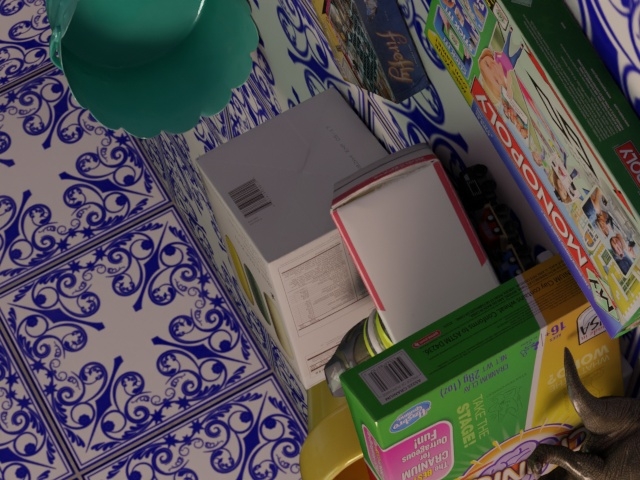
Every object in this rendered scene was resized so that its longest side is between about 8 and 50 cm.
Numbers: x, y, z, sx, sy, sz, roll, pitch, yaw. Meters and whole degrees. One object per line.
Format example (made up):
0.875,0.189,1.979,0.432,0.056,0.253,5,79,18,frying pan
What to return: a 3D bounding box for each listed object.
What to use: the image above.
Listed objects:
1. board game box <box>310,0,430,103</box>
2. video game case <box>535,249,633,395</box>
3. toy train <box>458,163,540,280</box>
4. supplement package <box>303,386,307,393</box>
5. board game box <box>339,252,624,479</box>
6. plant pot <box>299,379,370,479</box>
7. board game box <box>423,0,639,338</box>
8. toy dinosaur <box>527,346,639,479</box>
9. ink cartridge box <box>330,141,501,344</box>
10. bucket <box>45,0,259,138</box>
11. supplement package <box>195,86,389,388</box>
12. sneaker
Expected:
0.022,-0.266,1.758,0.243,0.042,0.165,66,169,-21,board game box
0.246,0.099,1.669,0.143,0.019,0.157,58,168,23,video game case
0.168,-0.010,1.653,0.027,0.036,0.158,82,167,-53,toy train
0.028,0.166,2.579,0.244,0.139,0.134,61,171,2,supplement package
0.160,0.178,1.569,0.064,0.242,0.316,51,165,41,board game box
0.086,0.227,2.230,0.254,0.254,0.239,75,180,-51,plant pot
0.188,-0.090,1.384,0.317,0.046,0.213,60,169,14,board game box
0.267,0.218,1.554,0.121,0.160,0.313,-149,39,-72,toy dinosaur
0.103,0.019,1.722,0.207,0.117,0.283,63,-175,-6,ink cartridge box
-0.242,-0.297,2.385,0.183,0.281,0.281,-121,9,-51,bucket
0.000,0.000,2.115,0.199,0.198,0.262,54,167,37,supplement package
0.088,0.120,2.017,0.111,0.121,0.300,61,-161,12,sneaker
